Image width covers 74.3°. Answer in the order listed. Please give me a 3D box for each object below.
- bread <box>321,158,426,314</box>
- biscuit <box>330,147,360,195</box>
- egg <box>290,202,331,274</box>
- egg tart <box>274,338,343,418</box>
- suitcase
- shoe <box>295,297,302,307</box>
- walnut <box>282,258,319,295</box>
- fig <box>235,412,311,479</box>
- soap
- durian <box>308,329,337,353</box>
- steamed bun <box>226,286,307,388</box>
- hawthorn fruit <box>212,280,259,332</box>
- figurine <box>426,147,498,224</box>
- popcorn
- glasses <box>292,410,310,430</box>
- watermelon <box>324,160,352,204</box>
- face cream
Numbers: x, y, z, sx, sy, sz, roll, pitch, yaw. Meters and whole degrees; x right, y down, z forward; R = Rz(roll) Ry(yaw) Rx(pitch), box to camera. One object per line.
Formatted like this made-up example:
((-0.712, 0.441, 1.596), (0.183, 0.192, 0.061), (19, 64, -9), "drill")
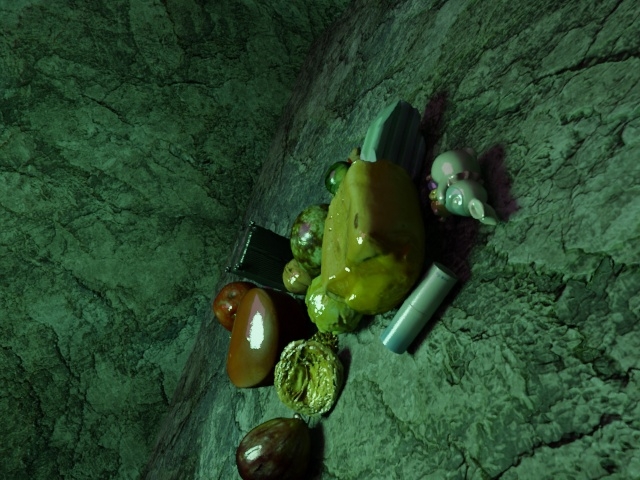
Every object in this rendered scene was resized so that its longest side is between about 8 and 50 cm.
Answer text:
((0.158, 0.014, 1.216), (0.361, 0.251, 0.393), (116, 161, -46), "bread")
((0.111, -0.293, 1.879), (0.234, 0.030, 0.153), (-54, 24, 27), "biscuit")
((0.000, 0.000, 1.588), (0.238, 0.239, 0.289), (-104, 34, -55), "egg")
((-0.032, 0.439, 1.367), (0.098, 0.232, 0.251), (11, -111, -79), "egg tart")
((-0.220, 0.085, 1.866), (0.152, 0.335, 0.229), (-12, 58, 58), "suitcase")
((-0.168, 0.337, 1.824), (0.262, 0.128, 0.139), (-41, 48, 51), "shoe")
((-0.088, 0.151, 1.761), (0.144, 0.144, 0.180), (-59, 38, 20), "walnut")
((-0.144, 0.670, 1.319), (0.263, 0.224, 0.223), (-52, 27, 24), "fig")
((0.238, -0.289, 1.384), (0.109, 0.193, 0.323), (-14, 57, 62), "soap")
((-0.001, 0.354, 1.468), (0.140, 0.079, 0.224), (-10, 63, 63), "durian")
((-0.193, 0.379, 1.616), (0.249, 0.235, 0.378), (8, 83, 35), "steamed bun")
((-0.392, 0.341, 2.118), (0.300, 0.276, 0.275), (23, 91, 56), "hawthorn fruit")
((0.351, -0.112, 1.072), (0.155, 0.127, 0.235), (-28, 45, 30), "figurine")
((0.053, 0.196, 1.375), (0.204, 0.183, 0.221), (-20, 41, 20), "popcorn")
((-0.042, 0.563, 1.441), (0.104, 0.062, 0.140), (-46, 22, -7), "glasses")
((0.078, -0.238, 1.757), (0.187, 0.141, 0.140), (-61, 24, 21), "watermelon")
((0.250, 0.175, 1.084), (0.250, 0.077, 0.077), (-58, 25, 17), "face cream")
